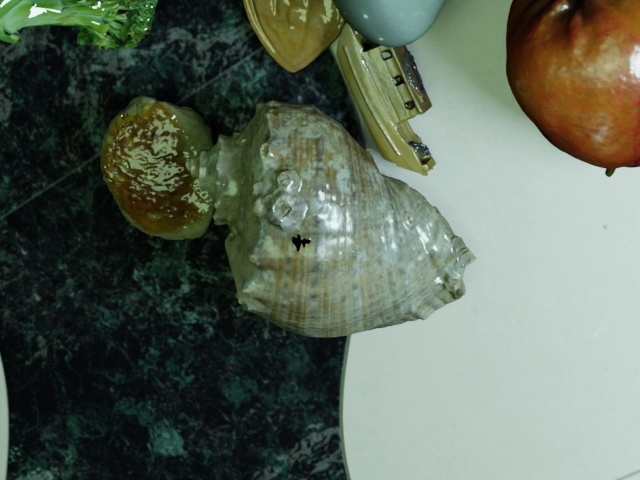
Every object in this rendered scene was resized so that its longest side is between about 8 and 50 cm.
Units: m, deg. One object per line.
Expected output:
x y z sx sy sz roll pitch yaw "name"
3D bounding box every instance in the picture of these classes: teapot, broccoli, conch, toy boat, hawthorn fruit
0.130 -0.321 1.833 0.251 0.183 0.183 -18 101 20 "teapot"
-0.311 -0.337 1.969 0.308 0.275 0.308 31 161 12 "broccoli"
-0.010 0.009 2.010 0.352 0.210 0.297 34 135 13 "conch"
0.084 -0.168 1.973 0.077 0.057 0.200 -20 100 24 "toy boat"
0.306 -0.175 1.789 0.224 0.224 0.261 0 132 25 "hawthorn fruit"

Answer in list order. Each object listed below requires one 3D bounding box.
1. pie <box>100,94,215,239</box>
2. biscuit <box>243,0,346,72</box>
-0.198 -0.088 2.127 0.163 0.079 0.193 -13 104 25 "pie"
-0.027 -0.304 1.987 0.142 0.029 0.221 22 118 17 "biscuit"
